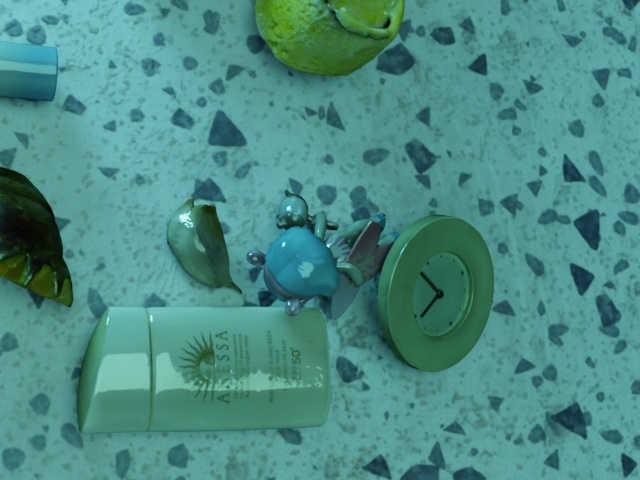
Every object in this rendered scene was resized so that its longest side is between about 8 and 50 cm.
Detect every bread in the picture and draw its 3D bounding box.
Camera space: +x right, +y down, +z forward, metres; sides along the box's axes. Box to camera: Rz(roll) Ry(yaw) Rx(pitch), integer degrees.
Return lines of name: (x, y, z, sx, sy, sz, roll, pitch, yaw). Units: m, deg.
bread: (0.018, -0.338, 1.613, 0.197, 0.170, 0.197, 9, 72, -31)

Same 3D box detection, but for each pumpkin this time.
pumpkin: (-0.405, -0.026, 1.429, 0.254, 0.130, 0.149, 29, 74, -14)

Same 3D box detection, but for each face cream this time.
face cream: (-0.159, 0.176, 1.523, 0.348, 0.081, 0.173, 3, 78, -21)
face cream: (-0.478, -0.231, 1.454, 0.250, 0.077, 0.077, 4, 82, -20)

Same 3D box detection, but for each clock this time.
clock: (0.175, 0.079, 1.650, 0.235, 0.029, 0.235, -8, 102, -40)

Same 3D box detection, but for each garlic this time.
garlic: (-0.165, 0.013, 1.550, 0.084, 0.066, 0.152, -18, 88, -24)

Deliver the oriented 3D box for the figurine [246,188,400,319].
figurine: (0.010, -0.001, 1.582, 0.260, 0.103, 0.205, -22, 76, -42)
